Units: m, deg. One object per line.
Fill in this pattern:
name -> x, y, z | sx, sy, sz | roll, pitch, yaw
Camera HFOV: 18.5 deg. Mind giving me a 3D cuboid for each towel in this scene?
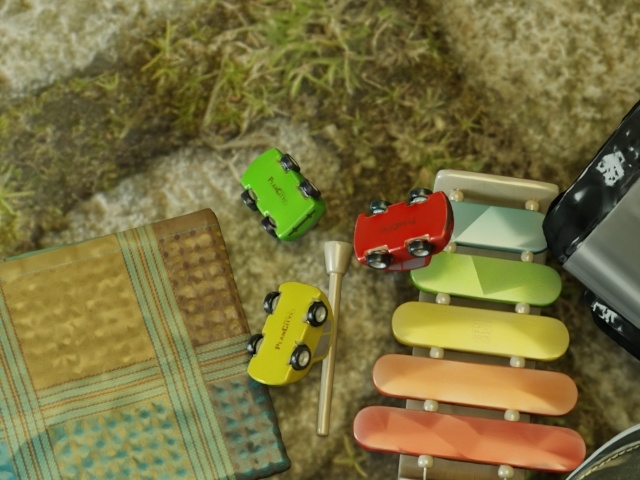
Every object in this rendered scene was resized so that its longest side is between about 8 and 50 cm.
towel -> -0.240, 0.136, 1.789 | 0.370, 0.040, 0.271 | -15, 73, -8

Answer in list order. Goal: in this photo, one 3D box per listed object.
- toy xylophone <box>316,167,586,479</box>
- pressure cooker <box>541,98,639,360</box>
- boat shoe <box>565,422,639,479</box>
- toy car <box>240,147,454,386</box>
toy xylophone -> 0.114, 0.094, 1.787 | 0.236, 0.081, 0.322 | 0, 70, -1
pressure cooker -> 0.446, -0.004, 1.669 | 0.420, 0.375, 0.370 | 40, 72, 5
boat shoe -> 0.199, 0.277, 1.660 | 0.335, 0.119, 0.121 | -47, 58, -2
toy car -> 0.000, 0.000, 1.802 | 0.239, 0.053, 0.225 | -43, 49, 9
